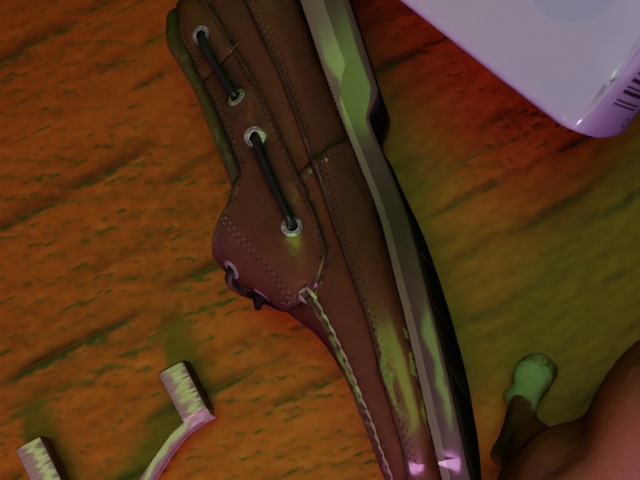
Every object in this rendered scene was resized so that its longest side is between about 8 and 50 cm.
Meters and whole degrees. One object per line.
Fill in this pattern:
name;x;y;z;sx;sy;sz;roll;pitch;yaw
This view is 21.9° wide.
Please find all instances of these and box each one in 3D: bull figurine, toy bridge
bull figurine;0.200;0.063;0.751;0.310;0.188;0.101;-34;104;21
toy bridge;-0.139;0.134;0.871;0.188;0.026;0.063;-28;81;-1

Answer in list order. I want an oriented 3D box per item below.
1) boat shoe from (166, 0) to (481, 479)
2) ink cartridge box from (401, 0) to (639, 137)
boat shoe;0.000;0.000;0.853;0.104;0.110;0.307;-17;70;4
ink cartridge box;0.083;-0.284;0.815;0.385;0.091;0.308;40;106;17
